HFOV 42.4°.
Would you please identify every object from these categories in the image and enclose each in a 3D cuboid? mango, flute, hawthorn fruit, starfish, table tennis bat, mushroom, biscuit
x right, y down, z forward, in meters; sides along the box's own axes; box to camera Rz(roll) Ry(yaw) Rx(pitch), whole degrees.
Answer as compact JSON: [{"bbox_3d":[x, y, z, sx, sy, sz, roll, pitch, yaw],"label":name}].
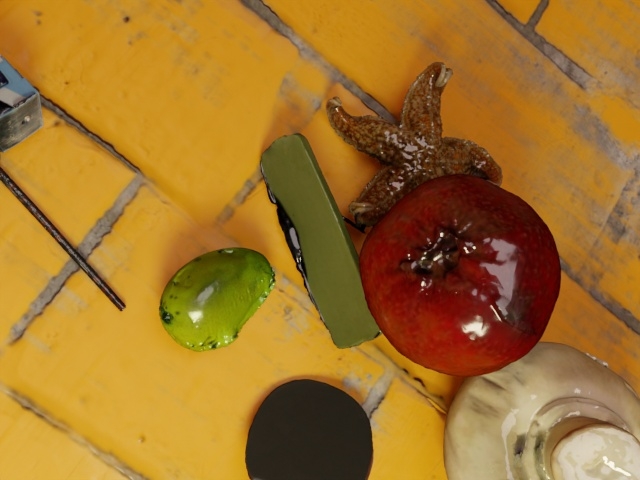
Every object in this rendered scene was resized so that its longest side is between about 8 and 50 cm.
[{"bbox_3d":[-0.140,0.073,1.121,0.178,0.100,0.119,-34,126,-32],"label":"mango"},{"bbox_3d":[-0.354,-0.007,1.106,0.014,0.014,0.269,-43,93,-24],"label":"flute"},{"bbox_3d":[0.200,0.053,1.118,0.307,0.265,0.265,23,62,-59],"label":"hawthorn fruit"},{"bbox_3d":[0.135,-0.115,1.262,0.303,0.113,0.312,-44,96,-23],"label":"starfish"},{"bbox_3d":[-0.023,0.310,1.076,0.173,0.022,0.301,17,47,0],"label":"table tennis bat"},{"bbox_3d":[0.307,0.306,1.144,0.356,0.315,0.315,-17,81,-58],"label":"mushroom"},{"bbox_3d":[0.000,0.000,1.196,0.038,0.099,0.322,-12,77,-56],"label":"biscuit"}]

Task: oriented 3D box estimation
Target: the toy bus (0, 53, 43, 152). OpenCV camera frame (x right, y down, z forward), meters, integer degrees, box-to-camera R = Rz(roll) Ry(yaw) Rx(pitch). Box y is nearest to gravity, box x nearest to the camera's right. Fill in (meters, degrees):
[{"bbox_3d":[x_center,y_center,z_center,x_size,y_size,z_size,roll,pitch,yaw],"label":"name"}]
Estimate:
[{"bbox_3d":[-0.504,-0.126,1.032,0.297,0.106,0.131,-36,81,-24],"label":"toy bus"}]
